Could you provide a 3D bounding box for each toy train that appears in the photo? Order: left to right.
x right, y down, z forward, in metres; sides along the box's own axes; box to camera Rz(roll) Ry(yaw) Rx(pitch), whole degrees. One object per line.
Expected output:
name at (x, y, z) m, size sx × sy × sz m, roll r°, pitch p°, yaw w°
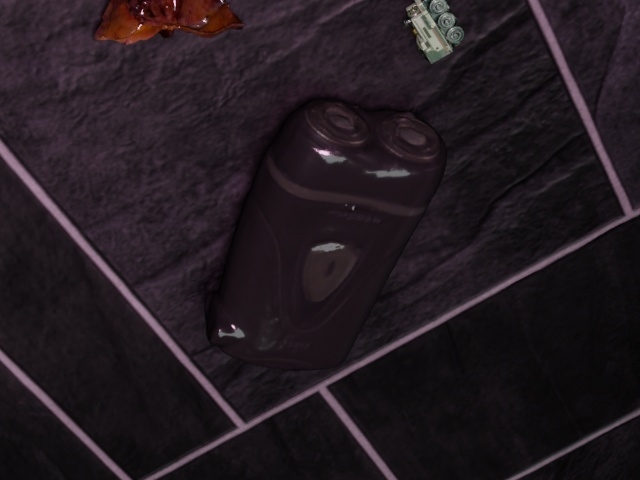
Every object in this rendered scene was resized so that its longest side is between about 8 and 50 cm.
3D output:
toy train at (0.121, -0.237, 1.484) m, size 0.053 × 0.033 × 0.083 m, roll -31°, pitch 130°, yaw 12°

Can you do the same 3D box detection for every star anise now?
star anise at (-0.159, -0.269, 1.365) m, size 0.158 × 0.144 × 0.140 m, roll -7°, pitch 174°, yaw -4°

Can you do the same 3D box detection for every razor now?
razor at (0.000, -0.002, 1.578) m, size 0.204 × 0.113 × 0.349 m, roll 11°, pitch 125°, yaw -23°
